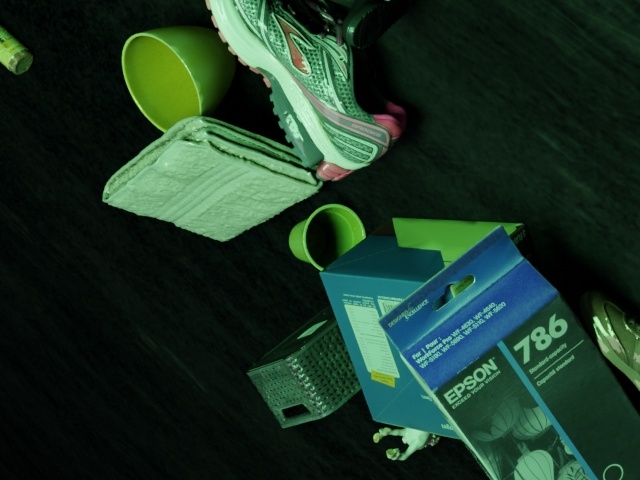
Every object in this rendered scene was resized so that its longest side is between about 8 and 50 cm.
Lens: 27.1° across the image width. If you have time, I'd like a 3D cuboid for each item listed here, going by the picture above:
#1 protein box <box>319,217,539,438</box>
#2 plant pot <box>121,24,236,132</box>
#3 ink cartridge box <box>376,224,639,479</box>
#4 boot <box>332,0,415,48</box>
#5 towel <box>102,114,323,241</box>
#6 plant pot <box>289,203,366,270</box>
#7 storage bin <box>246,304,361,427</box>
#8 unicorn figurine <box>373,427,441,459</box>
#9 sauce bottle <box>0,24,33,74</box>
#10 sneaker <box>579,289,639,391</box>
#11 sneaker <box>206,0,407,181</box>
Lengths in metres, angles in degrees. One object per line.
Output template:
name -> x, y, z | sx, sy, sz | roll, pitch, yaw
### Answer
protein box -> 0.138, 0.096, 1.468 | 0.199, 0.136, 0.201 | 4, 122, 47
plant pot -> -0.158, -0.204, 1.590 | 0.134, 0.095, 0.134 | 29, 137, 30
ink cartridge box -> 0.214, 0.161, 1.349 | 0.333, 0.165, 0.065 | 52, 178, -22
boot -> 0.028, -0.244, 1.328 | 0.099, 0.121, 0.045 | 29, 137, 22
towel -> -0.135, -0.068, 1.636 | 0.187, 0.049, 0.282 | 20, 155, -24
plant pot -> 0.000, 0.000, 1.605 | 0.083, 0.083, 0.079 | 62, 156, -11
storage bin -> 0.015, 0.138, 1.606 | 0.122, 0.180, 0.084 | -25, 99, 54
unicorn figurine -> 0.118, 0.227, 1.646 | 0.060, 0.111, 0.162 | 55, 135, 30
sauce bottle -> -0.471, -0.292, 1.920 | 0.128, 0.042, 0.042 | 40, 143, 15
sneaker -> 0.341, 0.116, 1.334 | 0.071, 0.066, 0.188 | -40, 84, 28
sneaker -> -0.016, -0.215, 1.420 | 0.112, 0.121, 0.299 | -28, 101, 33
